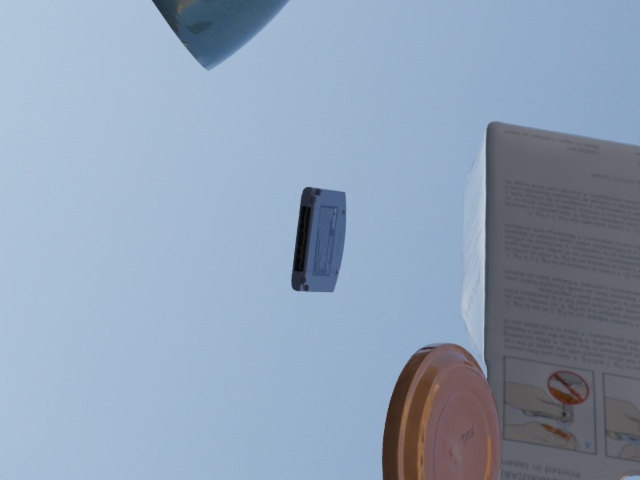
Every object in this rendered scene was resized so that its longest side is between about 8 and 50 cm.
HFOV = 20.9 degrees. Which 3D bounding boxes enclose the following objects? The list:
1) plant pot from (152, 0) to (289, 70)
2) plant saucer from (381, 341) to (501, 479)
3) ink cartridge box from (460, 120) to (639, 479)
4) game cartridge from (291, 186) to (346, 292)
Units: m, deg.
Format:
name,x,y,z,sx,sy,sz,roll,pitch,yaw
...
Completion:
name,x,y,z,sx,sy,sz,roll,pitch,yaw
plant pot,-0.083,-0.310,1.398,0.195,0.290,0.290,-30,-103,5
plant saucer,0.049,0.080,0.655,0.013,0.083,0.083,-1,-93,31
ink cartridge box,0.260,0.092,1.276,0.308,0.091,0.385,10,-132,-4
game cartridge,0.000,0.000,1.383,0.017,0.056,0.083,8,-89,35
